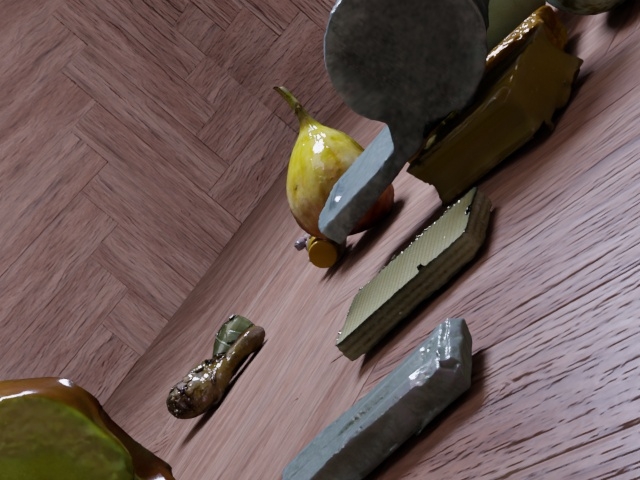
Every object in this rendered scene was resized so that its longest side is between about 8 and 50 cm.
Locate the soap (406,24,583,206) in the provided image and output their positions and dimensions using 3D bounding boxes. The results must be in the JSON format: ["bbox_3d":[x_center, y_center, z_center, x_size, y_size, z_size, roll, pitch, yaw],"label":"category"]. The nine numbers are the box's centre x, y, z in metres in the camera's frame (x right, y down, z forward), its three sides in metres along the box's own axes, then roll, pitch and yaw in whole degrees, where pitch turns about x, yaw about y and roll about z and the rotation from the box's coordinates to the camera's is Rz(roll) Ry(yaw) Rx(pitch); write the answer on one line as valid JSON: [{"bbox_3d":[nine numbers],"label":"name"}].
[{"bbox_3d":[0.203,-0.142,1.320,0.135,0.076,0.233,-54,8,-29],"label":"soap"}]

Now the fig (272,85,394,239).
[{"bbox_3d":[0.000,-0.123,1.678,0.159,0.257,0.159,-31,-3,-2],"label":"fig"}]

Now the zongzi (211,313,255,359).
[{"bbox_3d":[-0.161,0.195,1.888,0.130,0.062,0.154,-65,4,-13],"label":"zongzi"}]

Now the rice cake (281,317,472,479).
[{"bbox_3d":[0.043,0.154,0.911,0.226,0.040,0.085,-46,9,24],"label":"rice cake"}]

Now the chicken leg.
[{"bbox_3d":[-0.159,0.208,1.770,0.198,0.069,0.085,-43,-3,-18],"label":"chicken leg"}]

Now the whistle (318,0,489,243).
[{"bbox_3d":[0.102,-0.183,1.353,0.168,0.188,0.405,-75,-10,-62],"label":"whistle"}]

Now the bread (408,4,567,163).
[{"bbox_3d":[0.219,-0.198,1.496,0.271,0.077,0.139,-44,5,28],"label":"bread"}]

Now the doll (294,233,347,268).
[{"bbox_3d":[0.000,0.000,1.767,0.084,0.073,0.127,-8,21,9],"label":"doll"}]

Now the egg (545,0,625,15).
[{"bbox_3d":[0.322,-0.357,1.345,0.169,0.169,0.231,-44,23,34],"label":"egg"}]

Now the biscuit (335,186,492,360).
[{"bbox_3d":[0.100,0.036,1.174,0.199,0.040,0.121,-44,7,28],"label":"biscuit"}]

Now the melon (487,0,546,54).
[{"bbox_3d":[0.203,-0.341,1.629,0.308,0.272,0.272,-47,4,-35],"label":"melon"}]

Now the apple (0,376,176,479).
[{"bbox_3d":[-0.267,0.307,0.997,0.384,0.374,0.374,13,59,48],"label":"apple"}]
